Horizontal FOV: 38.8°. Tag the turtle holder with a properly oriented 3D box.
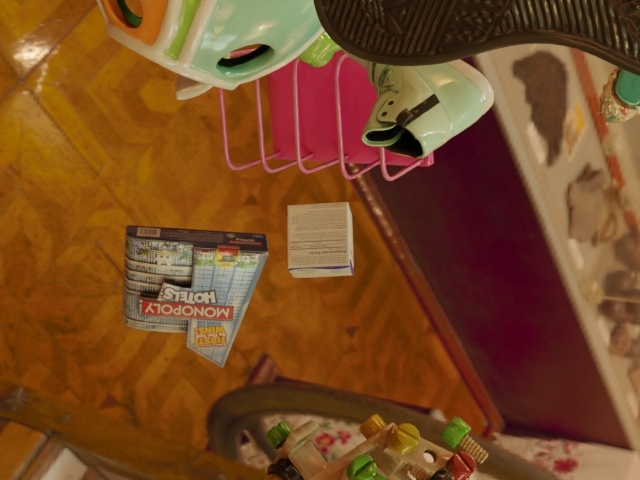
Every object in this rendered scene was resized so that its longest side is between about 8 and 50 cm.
[{"bbox_3d":[-0.085,-0.272,0.867,0.228,0.243,0.320,-64,177,12],"label":"turtle holder"}]

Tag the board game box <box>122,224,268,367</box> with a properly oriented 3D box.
[{"bbox_3d":[-0.179,0.082,1.269,0.194,0.060,0.194,3,116,-9],"label":"board game box"}]

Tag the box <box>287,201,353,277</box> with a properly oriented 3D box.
[{"bbox_3d":[0.000,0.000,1.823,0.072,0.126,0.137,69,20,-70],"label":"box"}]

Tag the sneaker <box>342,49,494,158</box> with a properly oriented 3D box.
[{"bbox_3d":[0.078,-0.204,1.173,0.151,0.256,0.094,-41,149,-21],"label":"sneaker"}]

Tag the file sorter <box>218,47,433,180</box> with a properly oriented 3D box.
[{"bbox_3d":[0.006,-0.204,1.422,0.182,0.290,0.202,-32,122,-57],"label":"file sorter"}]

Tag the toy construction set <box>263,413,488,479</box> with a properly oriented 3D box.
[{"bbox_3d":[0.052,0.326,1.251,0.257,0.237,0.309,-44,159,-14],"label":"toy construction set"}]

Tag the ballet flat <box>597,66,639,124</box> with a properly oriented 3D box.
[{"bbox_3d":[0.496,-0.274,1.429,0.241,0.091,0.077,-51,174,-26],"label":"ballet flat"}]

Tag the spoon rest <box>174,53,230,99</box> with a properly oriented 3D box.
[{"bbox_3d":[-0.161,-0.315,1.169,0.137,0.084,0.276,-101,-171,-49],"label":"spoon rest"}]

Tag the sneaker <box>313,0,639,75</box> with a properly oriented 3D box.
[{"bbox_3d":[0.163,-0.170,0.545,0.178,0.295,0.124,-54,144,-48],"label":"sneaker"}]
